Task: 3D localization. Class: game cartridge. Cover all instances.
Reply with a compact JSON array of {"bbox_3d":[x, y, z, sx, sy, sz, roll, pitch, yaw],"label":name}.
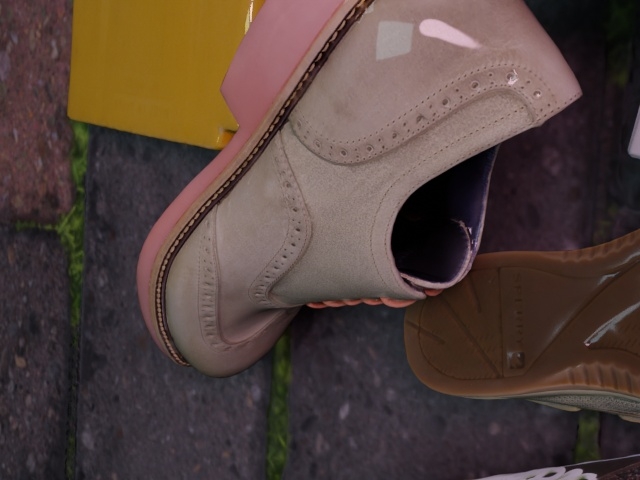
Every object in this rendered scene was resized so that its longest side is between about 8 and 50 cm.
[{"bbox_3d":[-0.103,-0.237,0.766,0.285,0.052,0.324,17,105,52],"label":"game cartridge"}]

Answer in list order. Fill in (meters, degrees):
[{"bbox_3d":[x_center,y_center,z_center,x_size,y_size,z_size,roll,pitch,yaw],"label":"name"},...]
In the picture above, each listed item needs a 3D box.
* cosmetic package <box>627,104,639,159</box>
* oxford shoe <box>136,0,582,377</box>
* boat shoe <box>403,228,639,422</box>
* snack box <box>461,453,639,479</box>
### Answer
[{"bbox_3d":[0.278,-0.053,0.457,0.238,0.127,0.107,23,104,35],"label":"cosmetic package"},{"bbox_3d":[0.000,0.000,0.588,0.146,0.140,0.397,45,145,11],"label":"oxford shoe"},{"bbox_3d":[0.191,0.050,0.551,0.302,0.098,0.109,-7,74,41],"label":"boat shoe"},{"bbox_3d":[0.156,0.204,0.548,0.321,0.060,0.187,-19,115,37],"label":"snack box"}]
